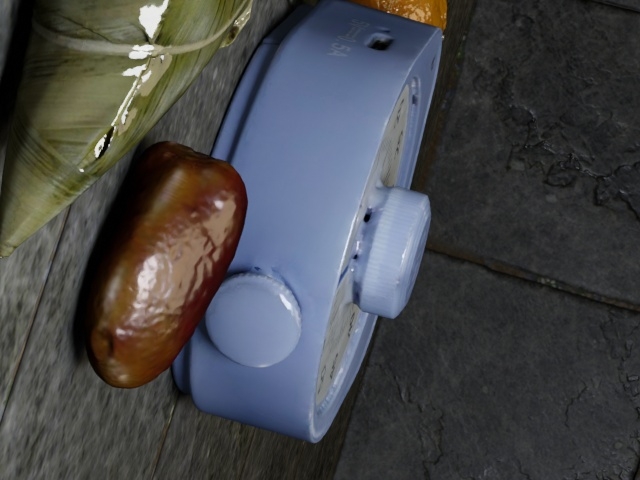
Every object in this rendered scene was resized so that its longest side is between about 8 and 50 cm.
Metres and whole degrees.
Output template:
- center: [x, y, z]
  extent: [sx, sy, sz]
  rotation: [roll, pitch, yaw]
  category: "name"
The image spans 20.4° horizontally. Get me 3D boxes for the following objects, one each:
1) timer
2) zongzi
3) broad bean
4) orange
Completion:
- center: [0.000, 0.000, 1.552]
  extent: [0.395, 0.173, 0.395]
  rotation: [17, 90, -82]
  category: "timer"
- center: [-0.102, -0.093, 0.965]
  extent: [0.205, 0.094, 0.204]
  rotation: [-32, 142, -78]
  category: "zongzi"
- center: [-0.109, 0.019, 1.190]
  extent: [0.165, 0.084, 0.114]
  rotation: [-64, 153, -18]
  category: "broad bean"
- center: [0.064, -0.219, 1.739]
  extent: [0.135, 0.118, 0.135]
  rotation: [9, 90, -81]
  category: "orange"
